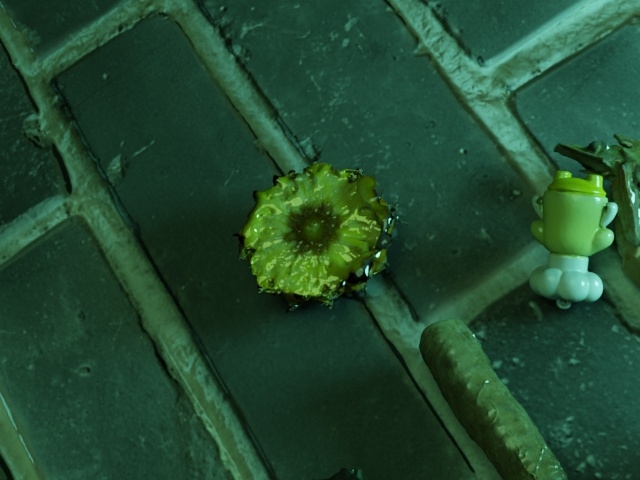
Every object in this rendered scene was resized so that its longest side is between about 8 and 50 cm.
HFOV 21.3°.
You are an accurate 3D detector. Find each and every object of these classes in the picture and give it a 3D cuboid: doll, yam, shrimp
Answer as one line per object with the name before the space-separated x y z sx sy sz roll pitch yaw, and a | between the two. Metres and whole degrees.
doll | 0.295 0.001 2.003 0.106 0.062 0.162 9 93 30
yam | 0.216 0.238 1.913 0.081 0.081 0.356 -30 55 2
shrimp | 0.397 -0.025 2.002 0.317 0.077 0.168 32 78 30

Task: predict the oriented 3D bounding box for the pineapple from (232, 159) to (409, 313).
pineapple | 0.000 0.000 2.144 0.225 0.076 0.224 -8 60 15

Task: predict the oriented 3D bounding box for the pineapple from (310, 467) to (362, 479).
pineapple | 0.024 0.364 1.895 0.119 0.111 0.237 -6 57 11
